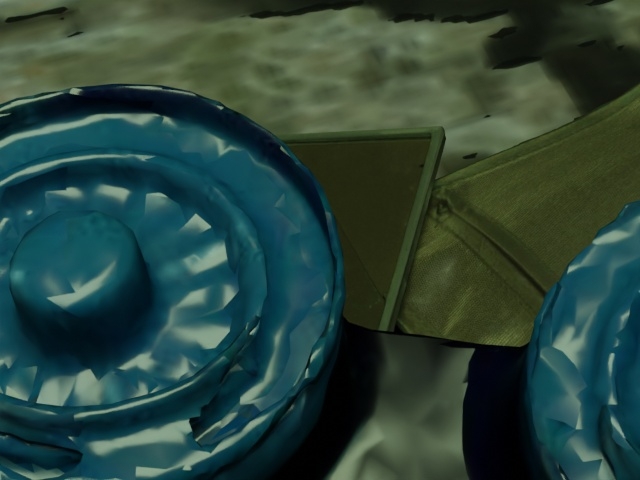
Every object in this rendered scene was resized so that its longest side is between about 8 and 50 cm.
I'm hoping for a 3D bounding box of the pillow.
[{"bbox_3d":[0.124,-0.014,0.577,0.217,0.033,0.130,-31,51,-17],"label":"pillow"}]

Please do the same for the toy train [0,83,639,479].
[{"bbox_3d":[0.005,0.120,0.385,0.300,0.188,0.265,7,56,7],"label":"toy train"}]

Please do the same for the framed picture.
[{"bbox_3d":[0.000,0.000,0.580,0.066,0.006,0.089,-2,49,23],"label":"framed picture"}]
